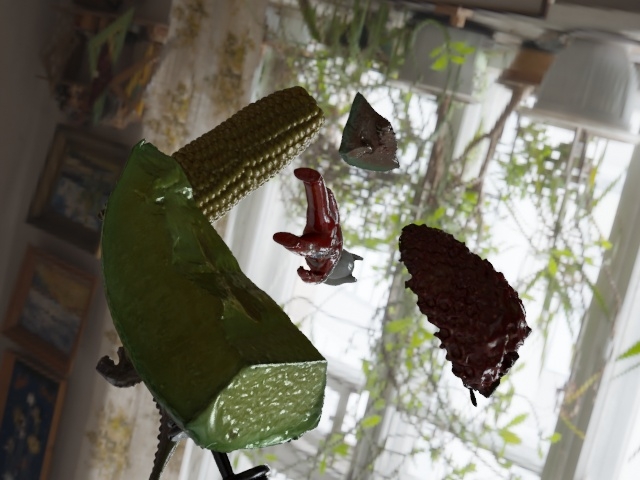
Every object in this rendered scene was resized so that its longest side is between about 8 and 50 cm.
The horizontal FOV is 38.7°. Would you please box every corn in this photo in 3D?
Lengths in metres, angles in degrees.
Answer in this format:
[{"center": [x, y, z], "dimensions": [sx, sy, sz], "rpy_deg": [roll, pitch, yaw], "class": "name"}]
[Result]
[{"center": [-0.128, -0.082, 1.127], "dimensions": [0.106, 0.305, 0.106], "rpy_deg": [55, 175, 7], "class": "corn"}]

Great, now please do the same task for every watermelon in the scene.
[{"center": [0.087, -0.161, 1.553], "dimensions": [0.080, 0.101, 0.155], "rpy_deg": [33, 173, 29], "class": "watermelon"}]

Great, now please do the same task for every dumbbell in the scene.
[{"center": [-0.119, 0.246, 1.062], "dimensions": [0.099, 0.208, 0.099], "rpy_deg": [-23, 164, -7], "class": "dumbbell"}]

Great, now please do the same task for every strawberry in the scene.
[{"center": [0.173, 0.071, 1.063], "dimensions": [0.087, 0.208, 0.167], "rpy_deg": [-29, -163, 38], "class": "strawberry"}]

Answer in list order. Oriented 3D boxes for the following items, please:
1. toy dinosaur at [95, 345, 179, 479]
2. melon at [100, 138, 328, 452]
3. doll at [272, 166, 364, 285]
[{"center": [-0.197, 0.226, 1.219], "dimensions": [0.251, 0.200, 0.072], "rpy_deg": [62, 177, 25], "class": "toy dinosaur"}, {"center": [-0.126, 0.050, 0.900], "dimensions": [0.196, 0.124, 0.323], "rpy_deg": [17, -148, -56], "class": "melon"}, {"center": [0.000, 0.000, 1.755], "dimensions": [0.099, 0.188, 0.384], "rpy_deg": [13, 162, 19], "class": "doll"}]
